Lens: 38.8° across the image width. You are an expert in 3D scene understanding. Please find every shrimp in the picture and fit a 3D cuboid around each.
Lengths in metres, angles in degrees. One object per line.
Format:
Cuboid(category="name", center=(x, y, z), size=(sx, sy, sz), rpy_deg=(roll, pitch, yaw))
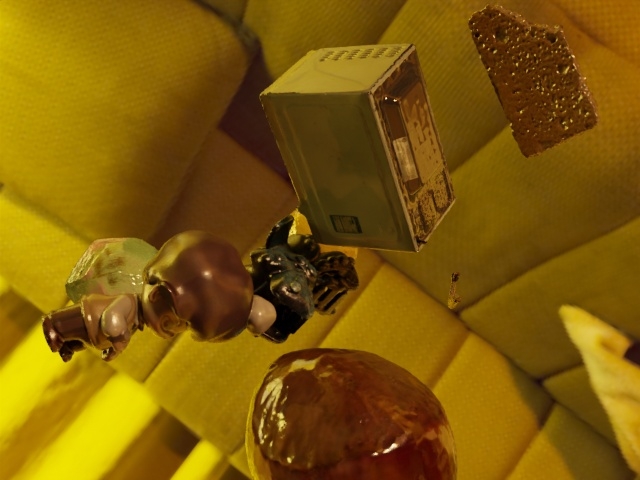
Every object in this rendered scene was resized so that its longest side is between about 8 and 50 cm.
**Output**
Cuboid(category="shrimp", center=(0.323, 0.122, 2.184), size=(0.025, 0.091, 0.127), rpy_deg=(8, 180, 0))

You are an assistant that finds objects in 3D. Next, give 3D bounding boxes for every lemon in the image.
Cuboid(category="lemon", center=(0.000, 0.000, 2.256), size=(0.244, 0.187, 0.187), rpy_deg=(46, 170, 43))

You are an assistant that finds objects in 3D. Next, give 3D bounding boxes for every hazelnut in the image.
Cuboid(category="hazelnut", center=(0.053, 0.396, 1.673), size=(0.420, 0.353, 0.421), rpy_deg=(13, 124, 20))

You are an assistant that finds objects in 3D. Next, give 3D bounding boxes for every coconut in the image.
Cuboid(category="coconut", center=(-0.470, 0.098, 2.099), size=(0.236, 0.236, 0.204), rpy_deg=(36, 162, 5))

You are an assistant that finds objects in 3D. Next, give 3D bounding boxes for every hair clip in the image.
Cuboid(category="hair clip", center=(-0.066, 0.083, 1.888), size=(0.206, 0.310, 0.194), rpy_deg=(50, 116, 10))

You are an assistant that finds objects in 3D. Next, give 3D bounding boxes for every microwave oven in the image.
Cuboid(category="microwave oven", center=(0.090, -0.184, 1.778), size=(0.286, 0.218, 0.355), rpy_deg=(4, 128, 36))

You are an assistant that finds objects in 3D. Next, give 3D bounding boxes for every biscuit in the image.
Cuboid(category="biscuit", center=(0.308, -0.248, 1.320), size=(0.131, 0.026, 0.237), rpy_deg=(-27, 79, 37))

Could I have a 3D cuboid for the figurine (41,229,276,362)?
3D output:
Cuboid(category="figurine", center=(-0.284, 0.127, 1.576), size=(0.206, 0.365, 0.218), rpy_deg=(53, 168, 34))
